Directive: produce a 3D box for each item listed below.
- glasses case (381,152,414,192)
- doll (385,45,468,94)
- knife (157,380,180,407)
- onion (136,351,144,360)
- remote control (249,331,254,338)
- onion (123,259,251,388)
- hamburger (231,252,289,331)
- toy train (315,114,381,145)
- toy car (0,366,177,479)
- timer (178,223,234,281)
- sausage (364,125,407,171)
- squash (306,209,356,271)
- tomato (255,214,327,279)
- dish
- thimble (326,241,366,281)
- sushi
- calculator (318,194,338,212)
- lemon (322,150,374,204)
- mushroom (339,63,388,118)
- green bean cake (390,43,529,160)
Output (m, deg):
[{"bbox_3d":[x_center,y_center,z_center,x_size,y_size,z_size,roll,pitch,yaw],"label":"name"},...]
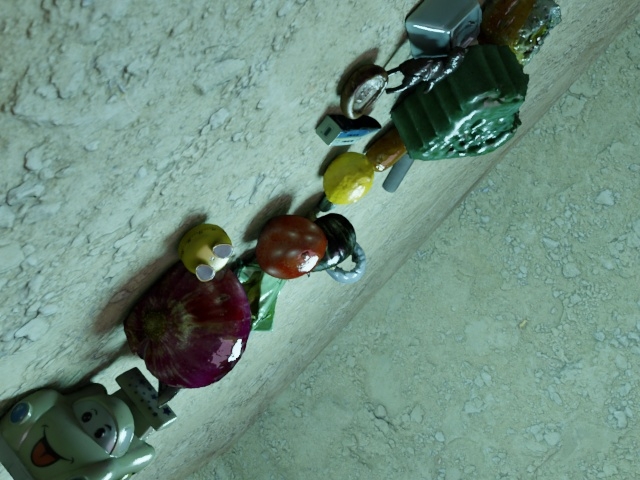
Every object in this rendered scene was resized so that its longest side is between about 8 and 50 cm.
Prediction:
[{"bbox_3d":[0.245,-0.219,2.228,0.072,0.042,0.190,-44,169,-35],"label":"glasses case"},{"bbox_3d":[0.227,-0.358,1.548,0.139,0.057,0.165,-9,169,-41],"label":"doll"},{"bbox_3d":[-0.355,0.301,1.754,0.089,0.043,0.365,-50,-166,2],"label":"knife"},{"bbox_3d":[-0.366,0.238,1.715,0.115,0.115,0.104,85,8,-73],"label":"onion"},{"bbox_3d":[-0.307,0.368,2.410,0.245,0.022,0.077,-43,164,-4],"label":"remote control"},{"bbox_3d":[-0.256,0.180,1.572,0.273,0.230,0.256,-20,153,-44],"label":"onion"},{"bbox_3d":[-0.164,0.143,1.881,0.276,0.150,0.260,-28,157,-48],"label":"hamburger"},{"bbox_3d":[0.068,-0.241,1.619,0.051,0.052,0.234,-47,167,25],"label":"toy train"},{"bbox_3d":[-0.480,0.407,1.556,0.226,0.242,0.336,-43,168,5],"label":"toy car"},{"bbox_3d":[-0.230,0.013,1.475,0.107,0.109,0.107,-19,132,-22],"label":"timer"},{"bbox_3d":[0.233,-0.276,1.934,0.302,0.076,0.102,-36,163,-32],"label":"sausage"},{"bbox_3d":[0.002,0.005,1.930,0.193,0.155,0.193,-24,-152,14],"label":"squash"},{"bbox_3d":[-0.077,0.014,1.752,0.167,0.167,0.167,-41,166,-12],"label":"tomato"},{"bbox_3d":[0.273,-0.447,1.538,0.182,0.080,0.243,-45,167,3],"label":"dish"},{"bbox_3d":[0.070,0.057,2.296,0.127,0.151,0.118,-52,171,-8],"label":"thimble"},{"bbox_3d":[0.472,-0.516,1.776,0.184,0.139,0.274,-48,166,9],"label":"sushi"},{"bbox_3d":[0.035,-0.112,1.969,0.095,0.021,0.153,-46,167,7],"label":"calculator"},{"bbox_3d":[0.065,-0.144,1.765,0.114,0.114,0.155,-31,166,-45],"label":"lemon"},{"bbox_3d":[0.082,-0.299,1.483,0.123,0.052,0.123,-40,158,-20],"label":"mushroom"},{"bbox_3d":[0.368,-0.321,1.774,0.300,0.169,0.308,-11,162,-35],"label":"green bean cake"}]
